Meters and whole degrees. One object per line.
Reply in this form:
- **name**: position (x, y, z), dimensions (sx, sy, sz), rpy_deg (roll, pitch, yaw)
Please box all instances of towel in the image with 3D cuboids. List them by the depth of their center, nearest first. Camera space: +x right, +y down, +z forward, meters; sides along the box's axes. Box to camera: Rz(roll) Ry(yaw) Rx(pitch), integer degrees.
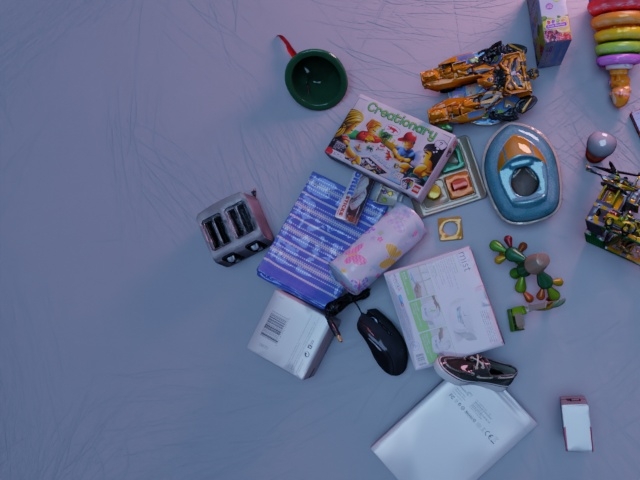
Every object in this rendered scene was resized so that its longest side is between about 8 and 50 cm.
- **towel**: position (0.000, 0.000, 1.817), dimensions (0.243, 0.040, 0.336), rpy_deg (27, 83, 14)

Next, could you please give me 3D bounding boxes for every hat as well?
- **hat**: position (-0.013, -0.502, 1.904), dimensions (0.173, 0.183, 0.208), rpy_deg (-21, 121, 18)

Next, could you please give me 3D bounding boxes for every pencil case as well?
- **pencil case**: position (0.147, 0.018, 1.733), dimensions (0.273, 0.113, 0.124), rpy_deg (-42, 44, -10)

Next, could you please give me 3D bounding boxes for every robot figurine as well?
- **robot figurine**: position (0.413, -0.397, 1.711), dimensions (0.291, 0.085, 0.211), rpy_deg (-12, 86, 17)

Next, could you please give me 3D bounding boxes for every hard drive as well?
- **hard drive**: position (0.335, 0.494, 1.684), dimensions (0.353, 0.047, 0.233), rpy_deg (-43, 82, 3)

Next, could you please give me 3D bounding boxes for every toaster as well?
- **toaster**: position (-0.238, -0.039, 1.870), dimensions (0.168, 0.110, 0.185), rpy_deg (-26, 79, 10)

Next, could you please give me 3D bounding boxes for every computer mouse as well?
- **computer mouse**: position (0.125, 0.239, 1.716), dimensions (0.060, 0.184, 0.262), rpy_deg (-42, 72, 48)

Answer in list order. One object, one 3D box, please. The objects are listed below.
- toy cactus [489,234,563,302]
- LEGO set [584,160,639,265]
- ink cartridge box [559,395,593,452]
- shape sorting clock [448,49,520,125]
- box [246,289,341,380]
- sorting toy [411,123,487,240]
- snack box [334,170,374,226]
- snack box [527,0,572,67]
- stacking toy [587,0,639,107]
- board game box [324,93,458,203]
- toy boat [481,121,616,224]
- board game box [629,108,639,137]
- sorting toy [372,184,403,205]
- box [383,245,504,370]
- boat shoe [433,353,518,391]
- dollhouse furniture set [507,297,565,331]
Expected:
- **toy cactus**: position (0.522, 0.064, 1.638), dimensions (0.112, 0.180, 0.219), rpy_deg (-36, 81, -12)
- **LEGO set**: position (0.747, -0.065, 1.535), dimensions (0.255, 0.331, 0.192), rpy_deg (29, 90, 36)
- **ink cartridge box**: position (0.609, 0.435, 1.586), dimensions (0.063, 0.150, 0.109), rpy_deg (-6, 83, 18)
- **shape sorting clock**: position (0.443, -0.408, 1.769), dimensions (0.206, 0.040, 0.206), rpy_deg (-1, 84, 14)
- **box**: position (-0.070, 0.252, 1.792), dimensions (0.182, 0.119, 0.181), rpy_deg (26, 91, 15)
- **sorting toy**: position (0.324, -0.171, 1.772), dimensions (0.196, 0.047, 0.347), rpy_deg (-18, 80, 12)
- **snack box**: position (0.100, -0.129, 1.812), dimensions (0.064, 0.022, 0.178), rpy_deg (20, 73, 12)
- **snack box**: position (0.575, -0.567, 1.682), dimensions (0.070, 0.174, 0.207), rpy_deg (-6, 82, 10)
- **stacking toy**: position (0.749, -0.484, 1.660), dimensions (0.166, 0.175, 0.301), rpy_deg (2, 99, 15)
- **board game box**: position (0.185, -0.249, 1.777), dimensions (0.305, 0.053, 0.193), rpy_deg (29, 86, 26)
- **toy boat**: position (0.566, -0.193, 1.660), dimensions (0.318, 0.148, 0.267), rpy_deg (-17, 80, 12)
- **board game box**: position (0.934, -0.304, 1.641), dimensions (0.281, 0.027, 0.145), rpy_deg (-21, 78, 11)
- **sorting toy**: position (0.192, -0.128, 1.807), dimensions (0.075, 0.045, 0.083), rpy_deg (22, 87, 7)
- **box**: position (0.315, 0.173, 1.698), dimensions (0.231, 0.127, 0.261), rpy_deg (-20, 80, 11)
- **boat shoe**: position (0.373, 0.305, 1.595), dimensions (0.070, 0.219, 0.077), rpy_deg (-59, 29, 34)
- **dollhouse furniture set**: position (0.529, 0.186, 1.639), dimensions (0.152, 0.076, 0.058), rpy_deg (-25, 72, 54)
